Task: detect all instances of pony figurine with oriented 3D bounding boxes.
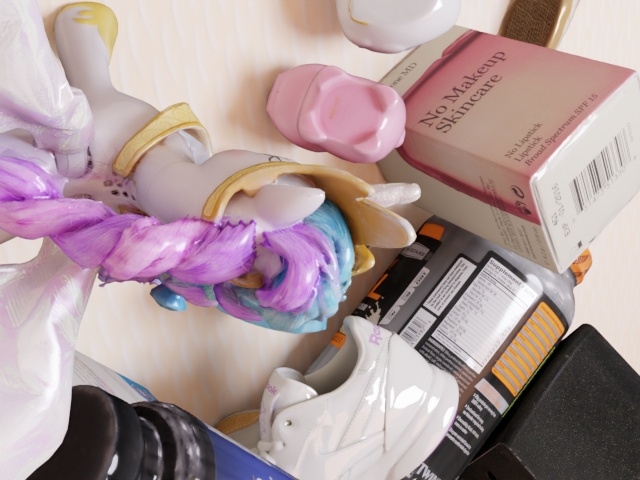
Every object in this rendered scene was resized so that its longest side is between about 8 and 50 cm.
[{"bbox_3d":[-0.173,-0.036,0.470,0.351,0.363,0.303,-16,121,-34],"label":"pony figurine"}]

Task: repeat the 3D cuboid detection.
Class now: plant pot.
[{"bbox_3d":[0.261,0.236,0.934,0.167,0.187,0.188,-34,166,-33],"label":"plant pot"}]

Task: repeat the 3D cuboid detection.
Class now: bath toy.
[{"bbox_3d":[0.007,-0.093,0.766,0.348,0.151,0.129,-66,171,2],"label":"bath toy"}]

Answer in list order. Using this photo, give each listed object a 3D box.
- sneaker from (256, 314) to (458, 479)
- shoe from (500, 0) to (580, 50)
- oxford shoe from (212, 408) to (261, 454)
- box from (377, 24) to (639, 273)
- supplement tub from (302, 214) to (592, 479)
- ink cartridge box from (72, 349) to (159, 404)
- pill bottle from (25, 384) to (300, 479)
[{"bbox_3d":[-0.024,0.198,0.749,0.152,0.114,0.305,43,82,-14],"label":"sneaker"},{"bbox_3d":[0.254,-0.265,0.920,0.058,0.076,0.219,11,102,-38],"label":"shoe"},{"bbox_3d":[0.014,0.321,0.969,0.169,0.130,0.449,-38,129,1],"label":"oxford shoe"},{"bbox_3d":[0.171,-0.096,0.825,0.148,0.232,0.127,-44,133,-15],"label":"box"},{"bbox_3d":[0.135,0.103,0.924,0.316,0.193,0.193,-50,134,-9],"label":"supplement tub"},{"bbox_3d":[-0.221,0.177,0.672,0.168,0.171,0.232,-54,133,-7],"label":"ink cartridge box"},{"bbox_3d":[-0.097,0.181,0.575,0.123,0.123,0.219,-52,134,-7],"label":"pill bottle"}]
